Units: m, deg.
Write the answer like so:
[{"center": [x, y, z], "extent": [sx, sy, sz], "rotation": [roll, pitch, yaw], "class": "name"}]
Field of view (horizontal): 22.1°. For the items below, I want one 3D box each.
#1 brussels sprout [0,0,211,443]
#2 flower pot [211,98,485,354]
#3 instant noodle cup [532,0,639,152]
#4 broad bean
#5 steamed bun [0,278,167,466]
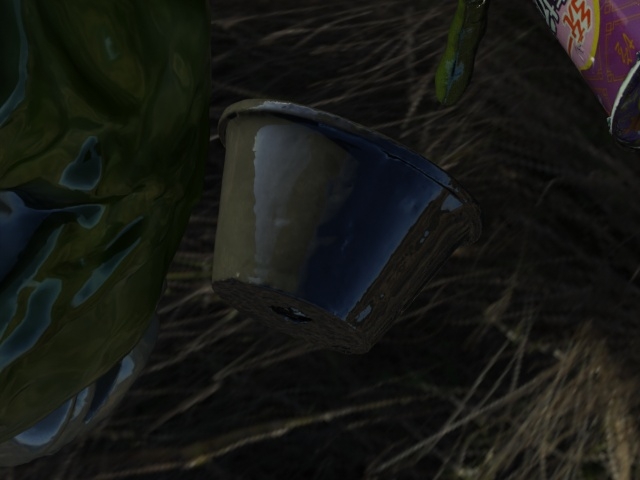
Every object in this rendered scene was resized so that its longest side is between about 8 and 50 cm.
[{"center": [-0.239, -0.070, 0.988], "extent": [0.342, 0.361, 0.425], "rotation": [33, 142, 16], "class": "brussels sprout"}, {"center": [0.000, 0.000, 1.514], "extent": [0.269, 0.269, 0.166], "rotation": [21, 73, 15], "class": "flower pot"}, {"center": [0.316, -0.286, 1.474], "extent": [0.340, 0.340, 0.266], "rotation": [-46, 67, 24], "class": "instant noodle cup"}, {"center": [0.142, -0.206, 1.614], "extent": [0.039, 0.227, 0.069], "rotation": [16, 68, 5], "class": "broad bean"}, {"center": [-0.277, 0.060, 1.520], "extent": [0.255, 0.368, 0.342], "rotation": [33, 121, -7], "class": "steamed bun"}]
